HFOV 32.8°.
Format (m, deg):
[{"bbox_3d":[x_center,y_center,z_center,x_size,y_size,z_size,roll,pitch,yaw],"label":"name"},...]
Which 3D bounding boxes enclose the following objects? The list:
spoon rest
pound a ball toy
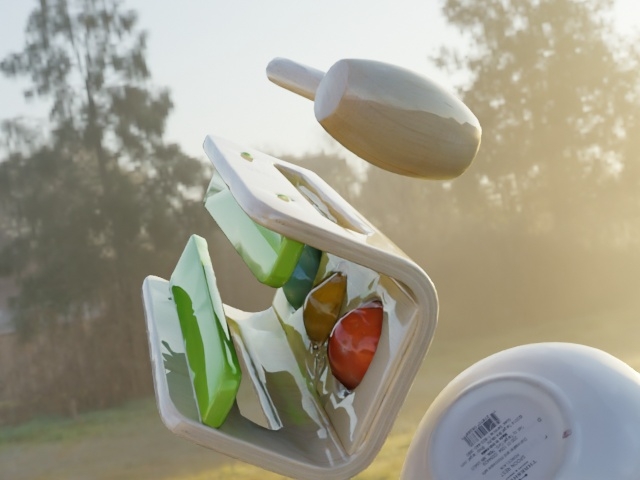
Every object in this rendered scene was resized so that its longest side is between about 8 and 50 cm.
[{"bbox_3d":[0.050,0.155,0.532,0.276,0.137,0.084,-37,-46,1],"label":"spoon rest"},{"bbox_3d":[0.000,0.000,0.637,0.136,0.208,0.319,22,7,-16],"label":"pound a ball toy"}]
